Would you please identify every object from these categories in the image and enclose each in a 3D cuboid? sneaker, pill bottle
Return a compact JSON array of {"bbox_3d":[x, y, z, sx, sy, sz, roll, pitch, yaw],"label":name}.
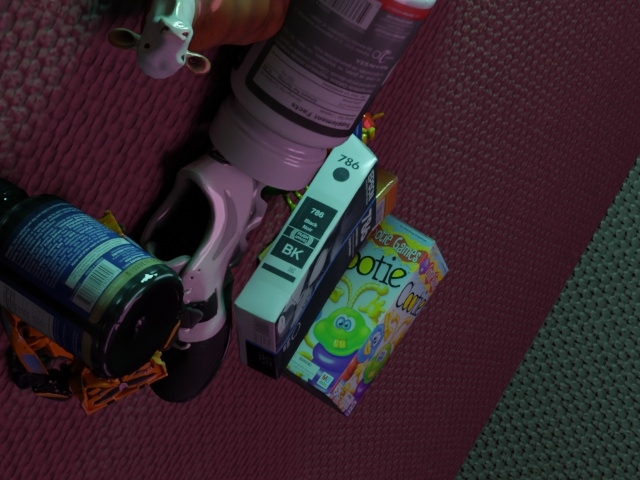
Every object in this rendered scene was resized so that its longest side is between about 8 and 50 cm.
[{"bbox_3d":[-0.171,0.046,1.986,0.146,0.122,0.330,-15,123,-58],"label":"sneaker"},{"bbox_3d":[-0.252,0.030,1.632,0.123,0.219,0.123,-46,156,-28],"label":"pill bottle"},{"bbox_3d":[-0.003,-0.208,1.916,0.283,0.161,0.161,-57,161,24],"label":"pill bottle"}]

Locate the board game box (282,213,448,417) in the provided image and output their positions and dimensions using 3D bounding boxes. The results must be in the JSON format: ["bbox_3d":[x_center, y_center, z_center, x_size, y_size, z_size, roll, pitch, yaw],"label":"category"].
[{"bbox_3d":[0.049,0.100,2.491,0.275,0.142,0.144,-55,159,-8],"label":"board game box"}]

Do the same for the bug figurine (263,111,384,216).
[{"bbox_3d":[0.006,-0.157,2.153,0.216,0.072,0.279,-42,159,-22],"label":"bug figurine"}]

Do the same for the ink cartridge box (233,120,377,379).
[{"bbox_3d":[0.000,0.000,2.099,0.333,0.065,0.165,-59,165,-25],"label":"ink cartridge box"}]

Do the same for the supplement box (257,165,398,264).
[{"bbox_3d":[0.012,-0.013,2.350,0.233,0.078,0.080,-46,158,-28],"label":"supplement box"}]

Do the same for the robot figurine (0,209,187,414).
[{"bbox_3d":[-0.251,0.094,1.838,0.211,0.085,0.291,-27,147,-7],"label":"robot figurine"}]

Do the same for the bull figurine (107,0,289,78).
[{"bbox_3d":[-0.104,-0.264,1.712,0.188,0.101,0.310,-67,168,16],"label":"bull figurine"}]
